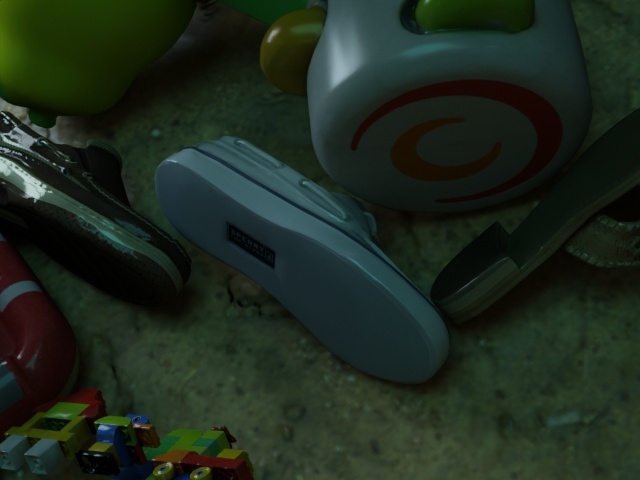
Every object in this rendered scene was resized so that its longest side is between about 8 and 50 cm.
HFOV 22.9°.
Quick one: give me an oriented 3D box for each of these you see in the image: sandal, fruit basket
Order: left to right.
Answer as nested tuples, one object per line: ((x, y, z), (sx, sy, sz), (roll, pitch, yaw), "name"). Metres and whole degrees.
((-0.141, -0.277, 1.234), (0.392, 0.392, 0.283), (-4, 48, 16), "fruit basket")
((0.189, -0.007, 1.059), (0.240, 0.079, 0.088), (-38, 18, 21), "sandal")

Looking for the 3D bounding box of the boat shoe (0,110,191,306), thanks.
((-0.186, -0.039, 1.199), (0.257, 0.095, 0.095), (26, 64, 31), "boat shoe")

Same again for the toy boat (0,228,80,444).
((-0.287, 0.045, 1.142), (0.151, 0.151, 0.231), (-37, 55, -7), "toy boat")

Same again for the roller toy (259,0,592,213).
((0.083, -0.122, 1.098), (0.209, 0.191, 0.146), (-27, 52, 31), "roller toy")

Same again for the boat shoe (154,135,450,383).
((0.000, 0.000, 1.111), (0.258, 0.095, 0.084), (38, 49, 22), "boat shoe")

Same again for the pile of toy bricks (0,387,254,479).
((-0.102, 0.156, 1.054), (0.212, 0.118, 0.105), (1, 29, 38), "pile of toy bricks")
